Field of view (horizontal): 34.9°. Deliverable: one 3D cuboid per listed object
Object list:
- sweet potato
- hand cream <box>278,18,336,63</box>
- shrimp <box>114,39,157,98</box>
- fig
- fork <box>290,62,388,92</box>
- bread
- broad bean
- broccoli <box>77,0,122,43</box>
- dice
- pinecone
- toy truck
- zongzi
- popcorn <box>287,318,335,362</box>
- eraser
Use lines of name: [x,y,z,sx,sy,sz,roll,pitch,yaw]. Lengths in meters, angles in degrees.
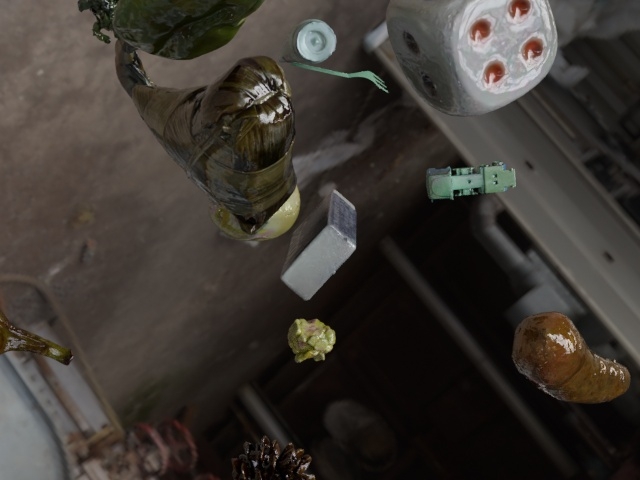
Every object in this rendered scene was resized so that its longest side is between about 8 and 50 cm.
sweet potato: [0.319,0.159,1.310,0.097,0.097,0.292,-42,144,14]
hand cream: [-0.023,-0.279,1.417,0.085,0.058,0.331,-45,-167,4]
shrimp: [-0.235,-0.243,1.643,0.051,0.262,0.198,-51,160,-23]
fig: [-0.575,0.170,1.673,0.290,0.190,0.190,28,119,-35]
fork: [0.043,-0.329,2.000,0.235,0.039,0.021,8,136,-34]
bread: [-0.127,-0.078,2.075,0.158,0.156,0.260,-48,-164,28]
broad bean: [-0.144,-0.261,1.115,0.207,0.072,0.153,-33,143,31]
broccoli: [-0.312,-0.359,1.289,0.145,0.304,0.164,41,71,-51]
dice: [0.226,-0.311,1.528,0.193,0.191,0.194,-33,-149,-9]
pinecone: [-0.071,0.366,1.560,0.121,0.140,0.140,-13,173,13]
toy truck: [0.294,-0.114,1.989,0.175,0.067,0.081,-5,-171,7]
zongzi: [-0.156,-0.177,1.338,0.134,0.288,0.286,-42,165,-22]
popcorn: [-0.022,0.205,2.109,0.109,0.097,0.089,-109,-140,-67]
eraser: [0.000,0.000,1.276,0.092,0.046,0.212,-47,-171,12]
